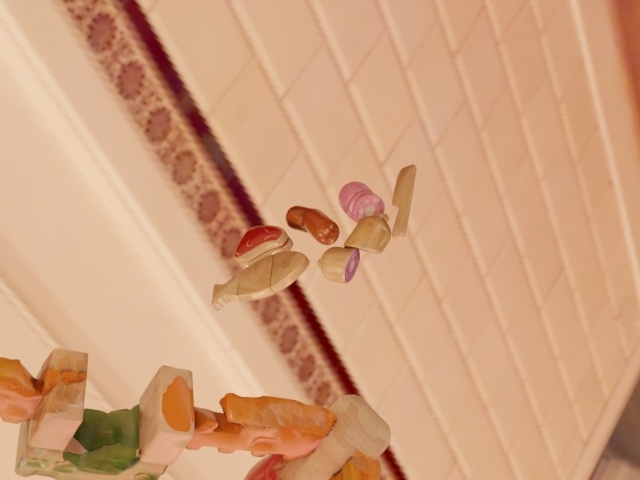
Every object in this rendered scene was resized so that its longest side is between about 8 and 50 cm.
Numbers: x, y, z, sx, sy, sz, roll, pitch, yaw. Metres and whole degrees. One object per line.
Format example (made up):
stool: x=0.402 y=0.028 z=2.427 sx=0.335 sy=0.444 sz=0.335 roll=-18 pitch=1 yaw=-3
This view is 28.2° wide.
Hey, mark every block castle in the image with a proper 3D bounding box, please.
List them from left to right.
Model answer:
block castle: x=-0.172 y=0.252 z=0.909 sx=0.453 sy=0.303 sz=0.213 roll=11 pitch=142 yaw=-21

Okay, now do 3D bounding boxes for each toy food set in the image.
toy food set: x=0.000 y=0.000 z=0.701 sx=0.122 sy=0.078 sz=0.019 roll=-18 pitch=128 yaw=28
